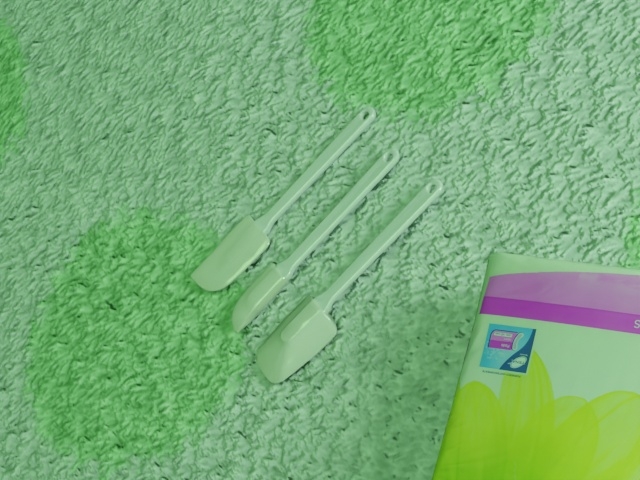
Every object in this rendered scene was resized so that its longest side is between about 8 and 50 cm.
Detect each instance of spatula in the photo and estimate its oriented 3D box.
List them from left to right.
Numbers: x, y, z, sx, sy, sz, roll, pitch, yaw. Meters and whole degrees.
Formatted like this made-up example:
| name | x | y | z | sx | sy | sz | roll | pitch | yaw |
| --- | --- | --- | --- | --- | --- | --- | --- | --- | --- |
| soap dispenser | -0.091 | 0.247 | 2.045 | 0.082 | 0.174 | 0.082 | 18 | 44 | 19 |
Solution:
| name | x | y | z | sx | sy | sz | roll | pitch | yaw |
| --- | --- | --- | --- | --- | --- | --- | --- | --- | --- |
| spatula | 0.000 | 0.000 | 1.331 | 0.242 | 0.019 | 0.168 | -45 | 50 | 6 |

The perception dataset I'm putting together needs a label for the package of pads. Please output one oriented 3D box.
| name | x | y | z | sx | sy | sz | roll | pitch | yaw |
| --- | --- | --- | --- | --- | --- | --- | --- | --- | --- |
| package of pads | 0.240 | 0.141 | 1.073 | 0.296 | 0.101 | 0.229 | 6 | 72 | 35 |
